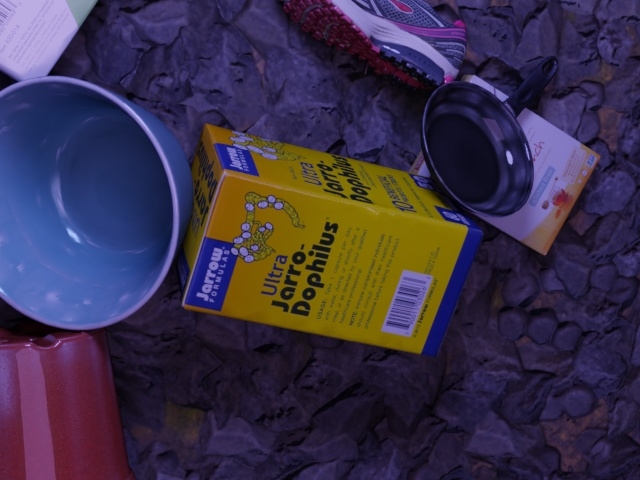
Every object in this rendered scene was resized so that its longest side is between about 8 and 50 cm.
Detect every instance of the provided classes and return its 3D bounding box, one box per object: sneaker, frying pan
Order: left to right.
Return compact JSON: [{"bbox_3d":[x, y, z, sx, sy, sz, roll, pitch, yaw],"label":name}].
[{"bbox_3d":[0.067,-0.306,1.683,0.299,0.121,0.112,30,76,-26],"label":"sneaker"},{"bbox_3d":[0.222,-0.172,1.702,0.197,0.053,0.326,32,54,-23],"label":"frying pan"}]

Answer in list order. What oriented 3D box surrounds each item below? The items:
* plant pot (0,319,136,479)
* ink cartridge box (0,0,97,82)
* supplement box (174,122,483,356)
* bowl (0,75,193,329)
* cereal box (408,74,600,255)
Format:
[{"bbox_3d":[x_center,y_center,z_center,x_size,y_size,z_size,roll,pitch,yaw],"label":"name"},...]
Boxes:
[{"bbox_3d":[-0.363,0.243,1.570,0.272,0.272,0.265,-5,96,-15],"label":"plant pot"},{"bbox_3d":[-0.445,-0.365,1.514,0.353,0.119,0.207,35,88,-19],"label":"ink cartridge box"},{"bbox_3d":[0.000,0.000,1.643,0.356,0.194,0.195,12,110,-18],"label":"supplement box"},{"bbox_3d":[-0.282,-0.058,1.553,0.311,0.163,0.312,5,105,20],"label":"bowl"},{"bbox_3d":[0.267,-0.108,1.800,0.240,0.047,0.173,28,91,-18],"label":"cereal box"}]
